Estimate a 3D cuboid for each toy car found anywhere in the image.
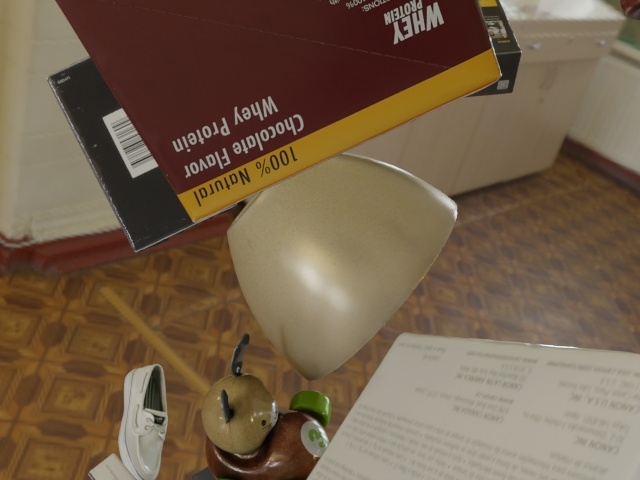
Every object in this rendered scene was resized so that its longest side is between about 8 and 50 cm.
[{"bbox_3d":[-0.070,0.196,0.926,0.149,0.188,0.155,-2,41,12],"label":"toy car"}]

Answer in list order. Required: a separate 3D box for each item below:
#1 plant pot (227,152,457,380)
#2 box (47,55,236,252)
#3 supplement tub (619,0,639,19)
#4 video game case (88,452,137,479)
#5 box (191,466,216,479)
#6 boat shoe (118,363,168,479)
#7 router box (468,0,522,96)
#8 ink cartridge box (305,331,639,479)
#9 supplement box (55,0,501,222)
[{"bbox_3d":[0.000,0.000,1.019,0.191,0.284,0.284,40,28,-8],"label":"plant pot"},{"bbox_3d":[-0.276,-0.151,1.380,0.183,0.296,0.294,-26,4,-2],"label":"box"},{"bbox_3d":[0.280,-0.289,0.683,0.106,0.198,0.106,-11,-4,-1],"label":"supplement tub"},{"bbox_3d":[-0.174,0.367,0.984,0.042,0.232,0.210,-38,68,-19],"label":"video game case"},{"bbox_3d":[-0.130,0.472,1.411,0.158,0.093,0.156,52,10,-39],"label":"box"},{"bbox_3d":[-0.323,0.335,1.555,0.083,0.076,0.226,23,46,-48],"label":"boat shoe"},{"bbox_3d":[0.110,-0.311,1.229,0.309,0.081,0.243,-5,52,-4],"label":"router box"},{"bbox_3d":[0.046,0.236,0.483,0.091,0.385,0.308,37,-15,-15],"label":"ink cartridge box"},{"bbox_3d":[-0.033,-0.152,0.457,0.191,0.194,0.129,-25,34,5],"label":"supplement box"}]
